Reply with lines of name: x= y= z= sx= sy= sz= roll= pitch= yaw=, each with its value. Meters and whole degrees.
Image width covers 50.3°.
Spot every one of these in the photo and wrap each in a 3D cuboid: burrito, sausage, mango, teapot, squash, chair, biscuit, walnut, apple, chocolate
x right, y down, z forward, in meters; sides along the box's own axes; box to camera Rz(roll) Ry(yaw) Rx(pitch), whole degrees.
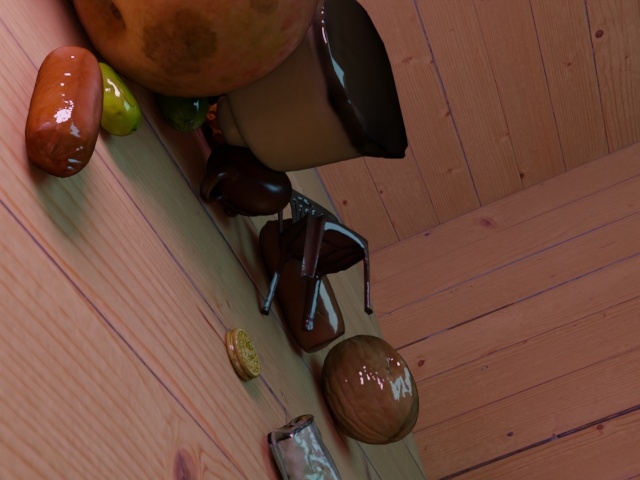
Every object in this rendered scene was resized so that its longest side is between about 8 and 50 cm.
burrito: x=-0.002 y=0.382 z=1.029 sx=0.229 sy=0.089 sz=0.144 roll=66 pitch=9 yaw=9
sausage: x=-0.270 y=-0.141 z=0.724 sx=0.197 sy=0.076 sz=0.076 roll=-103 pitch=168 yaw=-47
mango: x=-0.275 y=-0.187 z=0.899 sx=0.073 sy=0.056 sz=0.108 roll=59 pitch=7 yaw=-80
teapot: x=-0.155 y=-0.101 z=1.313 sx=0.178 sy=0.135 sz=0.252 roll=35 pitch=19 yaw=17
squash: x=-0.271 y=-0.338 z=1.251 sx=0.101 sy=0.101 sz=0.379 roll=56 pitch=12 yaw=-58
sausage: x=-0.045 y=0.090 z=1.491 sx=0.121 sy=0.121 sz=0.304 roll=37 pitch=29 yaw=-76
chair: x=0.000 y=0.000 z=1.364 sx=0.175 sy=0.183 sz=0.326 roll=28 pitch=50 yaw=-29
biscuit: x=-0.118 y=0.175 z=1.051 sx=0.084 sy=0.023 sz=0.084 roll=-23 pitch=90 yaw=-83
walnut: x=0.113 y=0.334 z=1.549 sx=0.261 sy=0.225 sz=0.225 roll=65 pitch=5 yaw=29
apple: x=-0.187 y=-0.377 z=0.981 sx=0.364 sy=0.364 sz=0.364 roll=-23 pitch=90 yaw=-83
chocolate: x=-0.033 y=-0.281 z=1.282 sx=0.326 sy=0.297 sz=0.314 roll=5 pitch=72 yaw=-59

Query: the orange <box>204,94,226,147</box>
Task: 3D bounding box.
orange: x=-0.177 y=-0.288 z=1.486 sx=0.234 sy=0.182 sz=0.234 roll=53 pitch=-4 yaw=5
